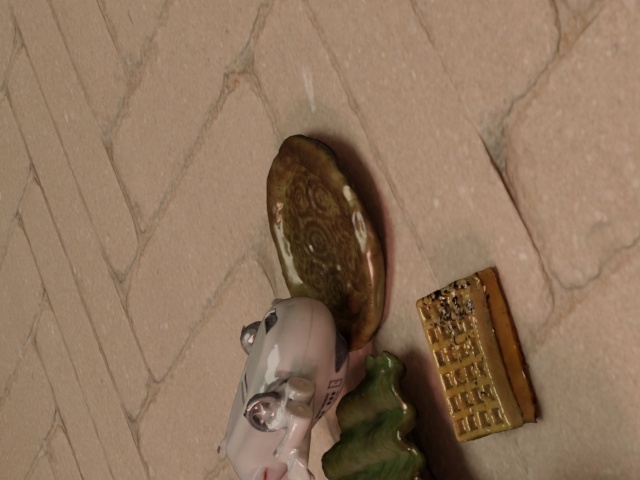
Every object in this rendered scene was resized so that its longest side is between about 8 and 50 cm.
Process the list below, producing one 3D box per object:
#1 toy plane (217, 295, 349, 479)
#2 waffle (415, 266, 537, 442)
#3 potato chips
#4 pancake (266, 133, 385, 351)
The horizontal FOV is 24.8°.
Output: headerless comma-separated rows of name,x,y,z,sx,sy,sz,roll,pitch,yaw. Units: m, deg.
toy plane,-0.038,0.172,1.578,0.252,0.118,0.252,-171,90,-78
waffle,0.144,0.108,1.348,0.102,0.042,0.148,-31,74,61
potato chips,0.080,0.334,1.513,0.373,0.097,0.389,60,147,32
pancake,0.001,0.000,1.581,0.250,0.031,0.250,45,144,47
